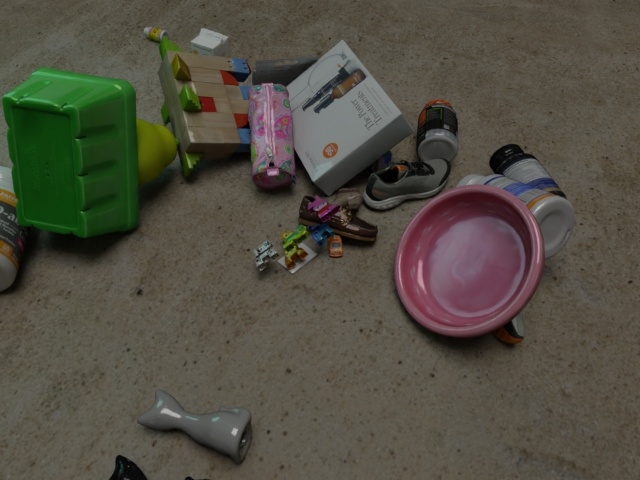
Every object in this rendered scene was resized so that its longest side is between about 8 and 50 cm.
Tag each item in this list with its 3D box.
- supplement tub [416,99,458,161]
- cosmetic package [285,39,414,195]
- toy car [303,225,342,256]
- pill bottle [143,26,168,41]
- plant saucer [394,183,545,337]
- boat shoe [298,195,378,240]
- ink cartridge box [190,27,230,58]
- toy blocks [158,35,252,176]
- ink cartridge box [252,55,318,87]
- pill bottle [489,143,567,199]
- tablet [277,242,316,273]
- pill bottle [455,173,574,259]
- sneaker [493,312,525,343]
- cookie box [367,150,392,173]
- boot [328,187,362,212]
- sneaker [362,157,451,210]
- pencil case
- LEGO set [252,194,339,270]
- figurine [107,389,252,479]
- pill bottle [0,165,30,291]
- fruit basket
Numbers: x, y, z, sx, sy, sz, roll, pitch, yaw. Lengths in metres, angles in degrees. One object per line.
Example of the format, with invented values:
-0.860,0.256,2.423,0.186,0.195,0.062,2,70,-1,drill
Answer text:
0.340,-0.317,1.474,0.117,0.117,0.190,9,50,5,supplement tub
0.043,-0.348,1.412,0.284,0.097,0.377,-38,52,14,cosmetic package
0.000,0.000,1.239,0.122,0.040,0.060,12,51,7,toy car
-0.596,-0.747,1.838,0.083,0.043,0.043,20,52,14,pill bottle
0.317,0.046,1.090,0.084,0.332,0.332,23,33,-44,plant saucer
0.045,-0.056,1.256,0.207,0.073,0.073,16,17,8,boat shoe
-0.360,-0.615,1.673,0.092,0.143,0.090,21,52,15,ink cartridge box
-0.290,-0.375,1.438,0.261,0.191,0.381,-6,72,-35,toy blocks
-0.113,-0.524,1.561,0.189,0.232,0.066,-8,79,-9,ink cartridge box
0.538,-0.151,1.339,0.123,0.122,0.219,-10,51,-11,pill bottle
-0.056,0.042,1.224,0.054,0.006,0.083,37,57,25,tablet
0.443,-0.070,1.209,0.152,0.152,0.272,-19,28,-18,pill bottle
0.432,0.108,1.137,0.121,0.099,0.262,3,51,-6,sneaker
0.150,-0.235,1.412,0.040,0.091,0.107,-23,54,-17,cookie box
0.052,-0.103,1.335,0.119,0.042,0.087,-1,42,0,boot
0.240,-0.167,1.350,0.272,0.108,0.100,-22,53,-21,sneaker
-0.132,-0.279,1.361,0.124,0.124,0.284,-3,72,-5,pencil case
-0.057,-0.014,1.201,0.227,0.087,0.093,-37,48,-1,LEGO set
-0.250,0.376,0.887,0.210,0.092,0.214,12,49,13,figurine
-0.753,-0.030,1.151,0.162,0.162,0.278,-5,51,-7,pill bottle
-0.527,-0.212,1.218,0.283,0.392,0.392,10,50,5,fruit basket
